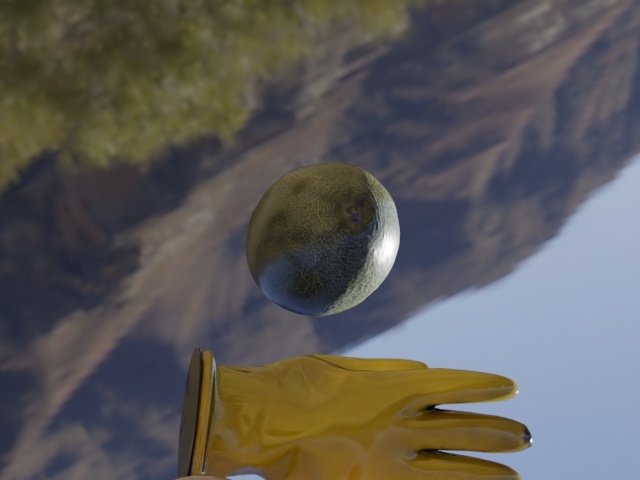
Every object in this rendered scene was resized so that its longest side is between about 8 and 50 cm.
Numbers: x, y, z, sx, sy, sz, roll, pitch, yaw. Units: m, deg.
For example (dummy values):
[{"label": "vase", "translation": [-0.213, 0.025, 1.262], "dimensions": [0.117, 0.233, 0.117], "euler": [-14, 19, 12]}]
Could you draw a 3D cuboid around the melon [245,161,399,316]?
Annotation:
[{"label": "melon", "translation": [0.000, 0.000, 1.281], "dimensions": [0.098, 0.098, 0.131], "euler": [-29, 179, -23]}]

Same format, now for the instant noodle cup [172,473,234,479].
[{"label": "instant noodle cup", "translation": [-0.121, 0.288, 1.259], "dimensions": [0.250, 0.250, 0.192], "euler": [-25, 169, 38]}]

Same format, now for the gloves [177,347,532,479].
[{"label": "gloves", "translation": [0.035, 0.165, 1.644], "dimensions": [0.294, 0.133, 0.116], "euler": [6, -179, -8]}]
